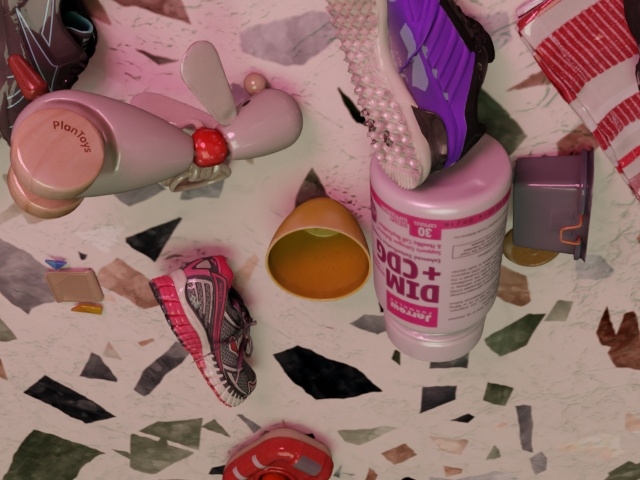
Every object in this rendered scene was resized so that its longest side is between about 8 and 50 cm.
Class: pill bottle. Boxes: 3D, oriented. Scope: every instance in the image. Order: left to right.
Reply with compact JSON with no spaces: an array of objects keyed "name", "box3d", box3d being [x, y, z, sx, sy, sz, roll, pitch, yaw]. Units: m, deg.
[{"name":"pill bottle","box3d":[0.144,0.012,0.946,0.160,0.160,0.283,-1,134,6]}]

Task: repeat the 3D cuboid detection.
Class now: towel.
[{"name":"towel","box3d":[0.391,-0.184,0.822,0.237,0.037,0.329,-30,124,29]}]

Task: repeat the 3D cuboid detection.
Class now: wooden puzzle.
[{"name":"wooden puzzle","box3d":[-0.370,0.069,1.154,0.078,0.014,0.116,1,134,-2]}]

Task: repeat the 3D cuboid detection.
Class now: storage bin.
[{"name":"storage bin","box3d":[0.282,-0.039,0.938,0.091,0.098,0.135,3,135,17]}]

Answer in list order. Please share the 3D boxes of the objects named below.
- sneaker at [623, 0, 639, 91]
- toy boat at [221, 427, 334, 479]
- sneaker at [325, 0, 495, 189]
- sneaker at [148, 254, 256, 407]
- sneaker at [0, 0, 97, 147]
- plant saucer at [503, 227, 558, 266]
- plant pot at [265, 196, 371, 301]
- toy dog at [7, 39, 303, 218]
[{"name":"sneaker","box3d":[0.350,-0.208,0.749,0.077,0.072,0.178,-23,134,7]},{"name":"toy boat","box3d":[-0.086,0.456,1.402,0.151,0.151,0.231,32,128,-23]},{"name":"sneaker","box3d":[0.102,-0.213,0.785,0.146,0.102,0.293,-25,114,-20]},{"name":"sneaker","box3d":[-0.144,0.144,1.140,0.112,0.121,0.299,-29,141,-9]},{"name":"sneaker","box3d":[-0.301,-0.192,0.836,0.106,0.101,0.267,5,136,-5]},{"name":"plant saucer","box3d":[0.286,0.010,1.031,0.083,0.015,0.083,3,134,3]},{"name":"plant pot","box3d":[0.000,0.000,0.993,0.134,0.095,0.134,2,133,3]},{"name":"toy dog","box3d":[-0.194,-0.137,0.816,0.220,0.333,0.161,-18,91,40]}]
